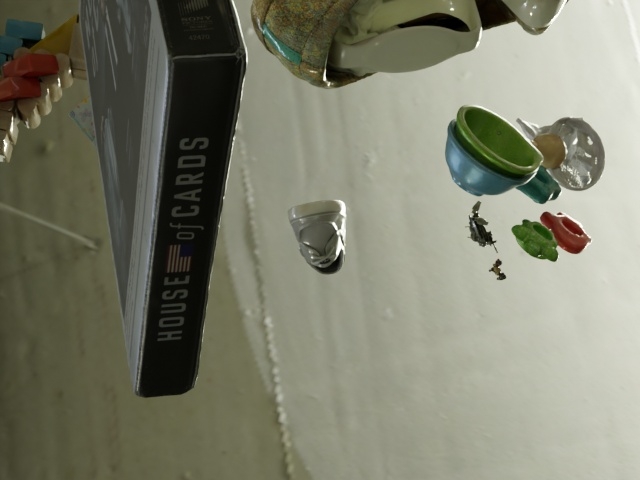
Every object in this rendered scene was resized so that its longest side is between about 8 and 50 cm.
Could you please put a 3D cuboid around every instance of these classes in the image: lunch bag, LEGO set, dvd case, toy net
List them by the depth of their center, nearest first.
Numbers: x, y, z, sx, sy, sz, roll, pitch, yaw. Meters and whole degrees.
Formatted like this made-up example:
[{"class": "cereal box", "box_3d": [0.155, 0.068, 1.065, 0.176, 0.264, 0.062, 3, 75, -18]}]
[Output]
[{"class": "dvd case", "box_3d": [-0.071, -0.086, 0.550, 0.029, 0.179, 0.238, -4, -131, -15]}, {"class": "toy net", "box_3d": [0.171, -0.055, 1.008, 0.122, 0.232, 0.045, 42, -61, 15]}, {"class": "LEGO set", "box_3d": [0.157, 0.003, 1.341, 0.023, 0.054, 0.083, -20, -84, -1]}, {"class": "lunch bag", "box_3d": [-0.271, -0.154, 1.781, 0.071, 0.053, 0.083, -39, -90, 8]}]

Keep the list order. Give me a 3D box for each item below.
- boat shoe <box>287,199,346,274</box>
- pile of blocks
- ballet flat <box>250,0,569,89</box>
[{"class": "boat shoe", "box_3d": [0.000, 0.000, 1.577, 0.066, 0.184, 0.063, -10, -103, -3]}, {"class": "pile of blocks", "box_3d": [-0.371, -0.161, 1.515, 0.149, 0.112, 0.362, 45, -101, 0]}, {"class": "ballet flat", "box_3d": [0.119, -0.199, 1.079, 0.348, 0.123, 0.123, -20, -121, -18]}]
